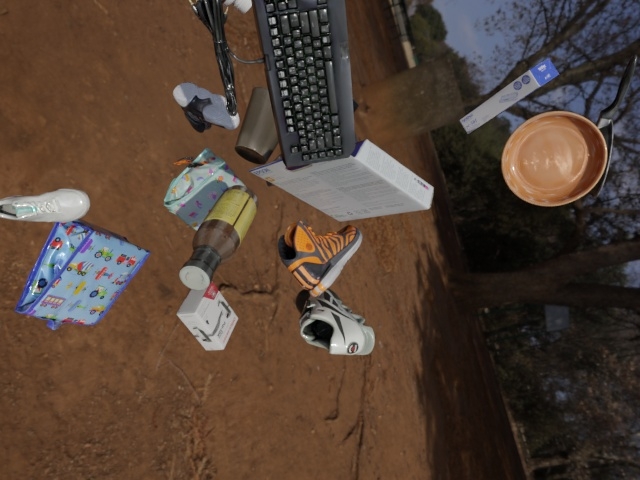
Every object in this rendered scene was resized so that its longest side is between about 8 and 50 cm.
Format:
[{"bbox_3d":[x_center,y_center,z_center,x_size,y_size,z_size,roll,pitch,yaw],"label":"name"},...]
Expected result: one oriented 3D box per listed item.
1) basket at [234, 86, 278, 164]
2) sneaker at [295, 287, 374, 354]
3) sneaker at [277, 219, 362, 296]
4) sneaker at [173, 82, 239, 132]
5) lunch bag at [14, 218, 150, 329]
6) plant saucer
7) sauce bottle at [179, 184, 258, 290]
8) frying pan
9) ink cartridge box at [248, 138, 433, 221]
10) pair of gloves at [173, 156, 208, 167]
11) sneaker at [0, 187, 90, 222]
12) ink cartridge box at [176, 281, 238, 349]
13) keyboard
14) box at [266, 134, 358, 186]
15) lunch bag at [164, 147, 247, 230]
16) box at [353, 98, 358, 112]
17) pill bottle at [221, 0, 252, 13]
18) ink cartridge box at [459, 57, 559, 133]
[{"bbox_3d":[-0.218,-0.413,1.595,0.204,0.154,0.227,41,65,-50],"label":"basket"},{"bbox_3d":[-0.008,0.210,1.169,0.330,0.146,0.123,23,-71,55],"label":"sneaker"},{"bbox_3d":[0.000,0.000,1.193,0.180,0.124,0.321,46,34,-5],"label":"sneaker"},{"bbox_3d":[-0.381,-0.434,1.488,0.101,0.268,0.153,-53,165,-20],"label":"sneaker"},{"bbox_3d":[-0.645,0.108,1.160,0.294,0.138,0.221,-63,155,-7],"label":"lunch bag"},{"bbox_3d":[0.497,-0.175,0.922,0.037,0.199,0.200,-33,108,-62],"label":"plant saucer"},{"bbox_3d":[-0.246,-0.016,1.052,0.344,0.111,0.112,-73,146,-55],"label":"sauce bottle"},{"bbox_3d":[0.665,-0.237,1.007,0.326,0.053,0.198,59,43,-56],"label":"frying pan"},{"bbox_3d":[0.045,-0.150,1.039,0.330,0.324,0.072,28,70,-35],"label":"ink cartridge box"},{"bbox_3d":[-0.389,-0.234,1.282,0.083,0.074,0.010,6,77,-61],"label":"pair of gloves"},{"bbox_3d":[-0.643,-0.072,0.976,0.094,0.212,0.080,-88,172,-80],"label":"sneaker"},{"bbox_3d":[-0.261,0.178,1.007,0.099,0.056,0.135,-72,145,-46],"label":"ink cartridge box"},{"bbox_3d":[-0.060,-0.249,0.591,0.033,0.201,0.318,-89,172,-55],"label":"keyboard"},{"bbox_3d":[-0.053,-0.381,2.004,0.318,0.394,0.097,-15,85,-31],"label":"box"},{"bbox_3d":[-0.427,-0.169,1.596,0.160,0.262,0.223,38,-8,34],"label":"lunch bag"},{"bbox_3d":[0.023,-0.487,1.436,0.180,0.078,0.147,38,12,14],"label":"box"},{"bbox_3d":[-0.260,-0.688,1.088,0.214,0.117,0.117,32,39,-33],"label":"pill bottle"},{"bbox_3d":[0.433,-0.331,1.000,0.097,0.207,0.046,-34,90,-31],"label":"ink cartridge box"}]
